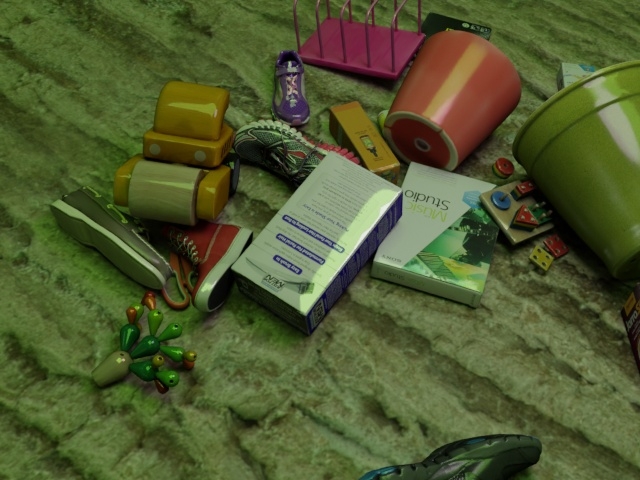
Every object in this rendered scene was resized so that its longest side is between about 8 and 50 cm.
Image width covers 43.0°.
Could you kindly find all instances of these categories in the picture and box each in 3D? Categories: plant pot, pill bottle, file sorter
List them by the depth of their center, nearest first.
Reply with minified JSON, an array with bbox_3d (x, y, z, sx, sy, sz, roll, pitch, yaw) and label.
[{"bbox_3d":[0.644,-0.120,1.703,0.367,0.366,0.353,-13,64,-15],"label":"plant pot"},{"bbox_3d":[0.288,-0.302,1.872,0.275,0.275,0.243,28,64,18],"label":"plant pot"},{"bbox_3d":[0.166,-0.274,1.964,0.043,0.043,0.083,-6,51,-9],"label":"pill bottle"},{"bbox_3d":[0.098,-0.566,2.089,0.291,0.182,0.202,16,50,21],"label":"file sorter"}]

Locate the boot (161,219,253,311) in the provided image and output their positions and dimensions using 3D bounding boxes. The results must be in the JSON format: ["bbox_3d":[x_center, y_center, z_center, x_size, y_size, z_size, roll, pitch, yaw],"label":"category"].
[{"bbox_3d":[-0.253,0.038,1.615,0.176,0.088,0.244,16,37,5],"label":"boot"}]

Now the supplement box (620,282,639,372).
[{"bbox_3d":[0.658,0.185,1.570,0.081,0.104,0.188,1,49,-3],"label":"supplement box"}]

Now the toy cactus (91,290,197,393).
[{"bbox_3d":[-0.333,0.207,1.496,0.180,0.112,0.219,-32,60,-5],"label":"toy cactus"}]

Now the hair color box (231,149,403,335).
[{"bbox_3d":[0.000,0.000,1.632,0.185,0.110,0.339,31,66,20],"label":"hair color box"}]

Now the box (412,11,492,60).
[{"bbox_3d":[0.351,-0.534,2.200,0.184,0.045,0.190,21,51,11],"label":"box"}]

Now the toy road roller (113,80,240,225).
[{"bbox_3d":[-0.285,-0.193,1.687,0.203,0.240,0.329,8,23,3],"label":"toy road roller"}]

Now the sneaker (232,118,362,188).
[{"bbox_3d":[-0.061,-0.179,1.816,0.299,0.121,0.112,19,54,10],"label":"sneaker"}]

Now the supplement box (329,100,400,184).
[{"bbox_3d":[0.099,-0.221,1.893,0.078,0.080,0.233,-16,51,-16],"label":"supplement box"}]

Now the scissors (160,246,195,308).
[{"bbox_3d":[-0.306,0.020,1.691,0.109,0.021,0.297,-16,53,-17],"label":"scissors"}]

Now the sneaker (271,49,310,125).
[{"bbox_3d":[-0.076,-0.382,1.999,0.095,0.104,0.236,-1,51,-7],"label":"sneaker"}]

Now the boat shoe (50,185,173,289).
[{"bbox_3d":[-0.411,-0.013,1.654,0.324,0.116,0.097,30,57,27],"label":"boat shoe"}]

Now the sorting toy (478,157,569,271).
[{"bbox_3d":[0.437,-0.064,1.751,0.132,0.046,0.274,-19,67,-34],"label":"sorting toy"}]

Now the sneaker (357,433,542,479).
[{"bbox_3d":[0.226,0.415,1.356,0.341,0.125,0.139,-13,79,-19],"label":"sneaker"}]

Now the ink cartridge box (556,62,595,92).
[{"bbox_3d":[0.667,-0.401,2.105,0.089,0.052,0.122,7,51,1],"label":"ink cartridge box"}]

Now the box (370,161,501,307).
[{"bbox_3d":[0.262,-0.021,1.746,0.232,0.058,0.322,16,51,9],"label":"box"}]
